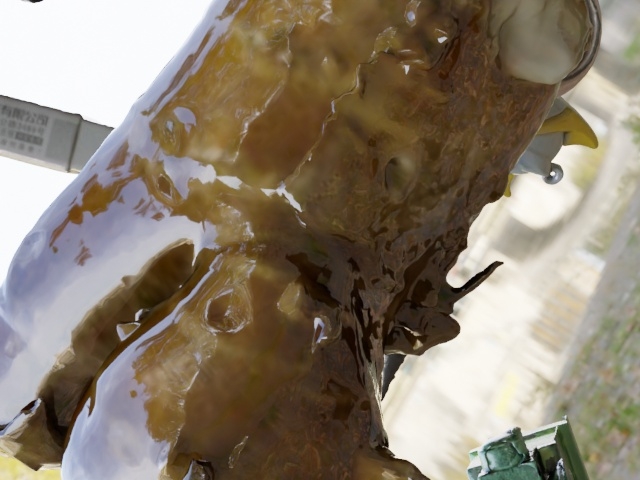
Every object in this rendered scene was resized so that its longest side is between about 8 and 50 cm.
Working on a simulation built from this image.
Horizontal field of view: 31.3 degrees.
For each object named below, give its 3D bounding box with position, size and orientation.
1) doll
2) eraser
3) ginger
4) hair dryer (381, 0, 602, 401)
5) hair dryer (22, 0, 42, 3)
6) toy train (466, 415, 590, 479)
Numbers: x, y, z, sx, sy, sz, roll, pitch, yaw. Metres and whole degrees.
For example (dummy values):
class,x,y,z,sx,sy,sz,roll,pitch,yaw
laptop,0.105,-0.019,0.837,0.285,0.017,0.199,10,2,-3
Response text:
class,x,y,z,sx,sy,sz,roll,pitch,yaw
doll,0.239,-0.174,1.486,0.145,0.316,0.103,-44,33,1
eraser,-0.338,-0.119,1.106,0.089,0.351,0.061,-43,-32,-87
ginger,0.000,0.000,0.548,0.418,0.254,0.176,-51,-34,4
hair dryer,0.093,-0.040,0.863,0.189,0.106,0.345,14,91,59
hair dryer,-0.304,-0.354,1.171,0.199,0.167,0.067,-57,-10,-12
toy train,0.220,0.316,1.072,0.120,0.301,0.202,-20,-4,14
